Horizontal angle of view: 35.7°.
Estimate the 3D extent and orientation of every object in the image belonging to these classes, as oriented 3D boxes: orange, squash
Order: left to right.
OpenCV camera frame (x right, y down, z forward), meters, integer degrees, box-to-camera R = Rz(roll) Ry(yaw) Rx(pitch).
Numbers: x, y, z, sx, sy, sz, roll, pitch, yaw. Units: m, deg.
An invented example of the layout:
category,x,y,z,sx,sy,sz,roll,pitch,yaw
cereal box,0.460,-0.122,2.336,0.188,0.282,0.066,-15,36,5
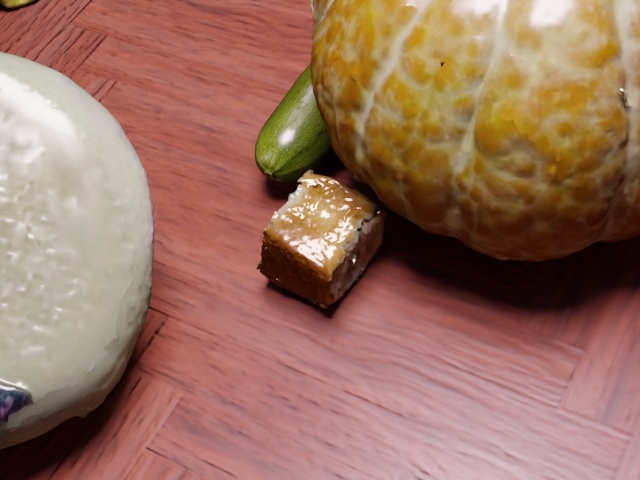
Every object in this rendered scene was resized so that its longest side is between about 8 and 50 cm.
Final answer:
category,x,y,z,sx,sy,sz,roll,pitch,yaw
squash,0.023,-0.141,0.854,0.066,0.066,0.252,20,60,24
orange,0.151,-0.146,0.718,0.329,0.249,0.329,-2,49,2

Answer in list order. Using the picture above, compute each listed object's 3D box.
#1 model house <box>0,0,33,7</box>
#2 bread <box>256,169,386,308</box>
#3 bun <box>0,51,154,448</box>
category,x,y,z,sx,sy,sz,roll,pitch,yaw
model house,-0.359,-0.372,0.999,0.303,0.237,0.215,-9,54,2
bread,0.001,0.002,0.750,0.070,0.076,0.083,32,64,16
bun,-0.266,0.009,0.719,0.293,0.187,0.293,2,83,-17
